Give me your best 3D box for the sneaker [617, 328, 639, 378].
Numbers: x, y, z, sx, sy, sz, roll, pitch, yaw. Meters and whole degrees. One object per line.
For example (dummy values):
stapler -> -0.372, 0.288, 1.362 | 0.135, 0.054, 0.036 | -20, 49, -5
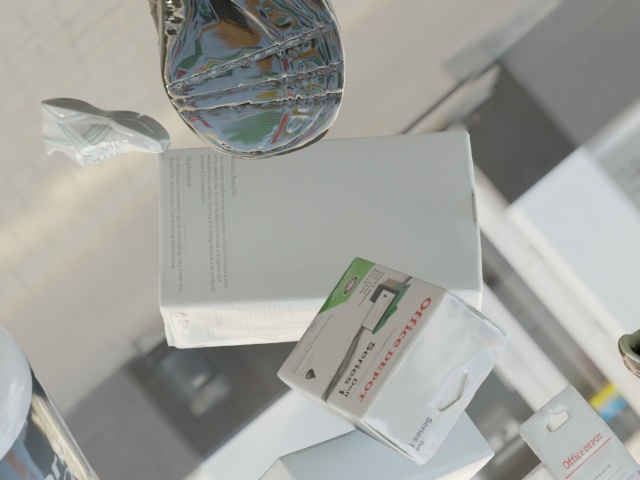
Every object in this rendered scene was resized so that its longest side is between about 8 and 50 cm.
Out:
sneaker -> 0.290, 0.047, 1.309 | 0.071, 0.066, 0.188 | 22, 129, -40

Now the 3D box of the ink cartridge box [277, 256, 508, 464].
ink cartridge box -> 0.070, 0.118, 1.934 | 0.160, 0.092, 0.219 | -56, -156, -7

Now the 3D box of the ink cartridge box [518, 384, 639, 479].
ink cartridge box -> 0.231, 0.226, 1.629 | 0.104, 0.181, 0.061 | -30, 169, -49

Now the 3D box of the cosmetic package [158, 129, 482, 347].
cosmetic package -> 0.000, 0.000, 2.300 | 0.385, 0.217, 0.156 | -1, 157, 1

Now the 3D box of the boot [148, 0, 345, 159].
boot -> -0.079, -0.267, 1.405 | 0.138, 0.284, 0.377 | -14, 142, 9

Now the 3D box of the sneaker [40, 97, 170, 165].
sneaker -> -0.222, -0.105, 1.962 | 0.054, 0.152, 0.061 | -23, 124, -60

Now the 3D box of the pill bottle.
pill bottle -> -0.346, 0.191, 1.764 | 0.210, 0.210, 0.363 | -39, 143, -14

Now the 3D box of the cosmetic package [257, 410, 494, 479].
cosmetic package -> -0.018, 0.338, 2.105 | 0.284, 0.097, 0.377 | -18, 155, -47
